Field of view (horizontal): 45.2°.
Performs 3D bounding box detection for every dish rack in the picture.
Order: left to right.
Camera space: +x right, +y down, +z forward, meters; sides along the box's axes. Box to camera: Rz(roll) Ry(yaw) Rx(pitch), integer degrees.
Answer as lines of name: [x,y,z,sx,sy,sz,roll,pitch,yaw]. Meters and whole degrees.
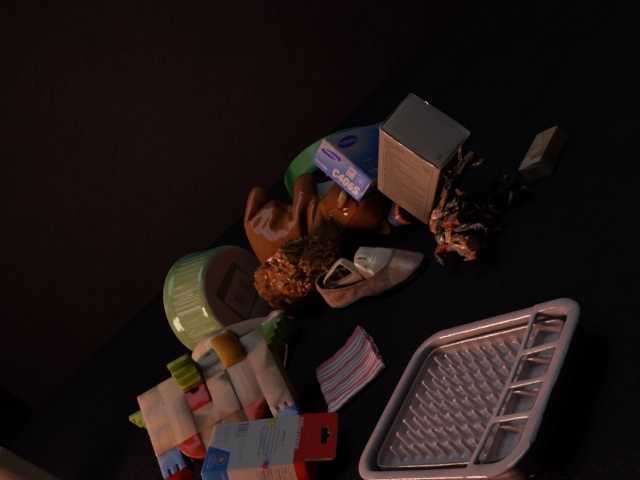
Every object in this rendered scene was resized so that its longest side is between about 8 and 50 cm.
dish rack: [0.218,0.229,1.074,0.333,0.072,0.285,-25,26,52]

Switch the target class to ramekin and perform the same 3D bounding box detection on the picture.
ramekin: [-0.266,0.159,2.114,0.148,0.303,0.303,-22,27,39]

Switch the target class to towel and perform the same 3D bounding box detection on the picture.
towel: [0.053,0.254,1.519,0.144,0.029,0.197,-45,15,4]

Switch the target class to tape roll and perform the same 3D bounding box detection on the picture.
tape roll: [0.055,-0.201,2.233,0.321,0.077,0.321,-22,-22,-9]

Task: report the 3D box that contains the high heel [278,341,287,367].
high heel: [-0.108,0.302,1.738,0.117,0.082,0.244,-47,6,0]

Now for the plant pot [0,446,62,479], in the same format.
plant pot: [-0.822,0.731,2.058,0.334,0.305,0.334,-42,16,15]

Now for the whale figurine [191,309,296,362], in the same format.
whale figurine: [-0.179,0.275,1.888,0.272,0.141,0.216,-29,-26,5]

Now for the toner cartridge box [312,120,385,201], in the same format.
toner cartridge box: [0.144,-0.212,1.967,0.348,0.165,0.075,-26,-28,-53]

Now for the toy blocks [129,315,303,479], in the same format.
toy blocks: [-0.184,0.361,1.525,0.381,0.190,0.261,-30,54,0]

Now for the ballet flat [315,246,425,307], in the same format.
ballet flat: [0.095,0.074,1.727,0.316,0.106,0.107,-29,22,45]

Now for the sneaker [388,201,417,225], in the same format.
sneaker: [0.228,-0.120,1.936,0.221,0.083,0.087,-53,12,-34]

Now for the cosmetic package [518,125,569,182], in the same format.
cosmetic package: [0.452,-0.175,1.556,0.060,0.041,0.115,-25,25,52]

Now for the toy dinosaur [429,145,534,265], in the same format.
toy dinosaur: [0.279,-0.061,1.540,0.218,0.164,0.322,-59,29,8]

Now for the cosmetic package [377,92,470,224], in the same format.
cosmetic package: [0.218,-0.170,1.687,0.113,0.160,0.309,-49,-14,-14]

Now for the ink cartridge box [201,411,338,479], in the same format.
ink cartridge box: [-0.078,0.378,1.342,0.231,0.078,0.134,-8,24,8]

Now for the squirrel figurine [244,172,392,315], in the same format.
squirrel figurine: [0.000,0.000,1.999,0.371,0.281,0.396,-19,43,38]
